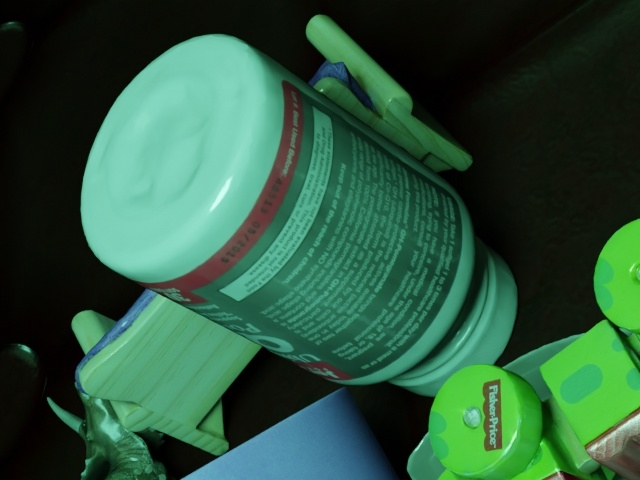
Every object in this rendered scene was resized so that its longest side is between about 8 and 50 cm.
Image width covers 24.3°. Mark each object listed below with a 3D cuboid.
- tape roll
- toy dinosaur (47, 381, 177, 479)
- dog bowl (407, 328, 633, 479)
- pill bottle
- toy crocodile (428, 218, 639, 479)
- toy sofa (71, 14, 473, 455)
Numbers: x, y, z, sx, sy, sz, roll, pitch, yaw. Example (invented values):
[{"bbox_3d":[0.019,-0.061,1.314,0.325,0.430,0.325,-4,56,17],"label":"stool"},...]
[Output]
[{"bbox_3d":[-0.079,0.210,1.058,0.275,0.275,0.090,-33,84,27],"label":"tape roll"},{"bbox_3d":[-0.168,0.271,1.257,0.160,0.121,0.313,-15,64,57],"label":"toy dinosaur"},{"bbox_3d":[0.182,0.234,0.910,0.349,0.102,0.349,-23,52,34],"label":"dog bowl"},{"bbox_3d":[0.000,0.000,1.067,0.176,0.318,0.176,-25,50,34],"label":"pill bottle"},{"bbox_3d":[0.176,0.085,0.842,0.340,0.115,0.105,-45,48,20],"label":"toy crocodile"},{"bbox_3d":[-0.065,-0.010,1.251,0.362,0.177,0.150,-51,41,11],"label":"toy sofa"}]
